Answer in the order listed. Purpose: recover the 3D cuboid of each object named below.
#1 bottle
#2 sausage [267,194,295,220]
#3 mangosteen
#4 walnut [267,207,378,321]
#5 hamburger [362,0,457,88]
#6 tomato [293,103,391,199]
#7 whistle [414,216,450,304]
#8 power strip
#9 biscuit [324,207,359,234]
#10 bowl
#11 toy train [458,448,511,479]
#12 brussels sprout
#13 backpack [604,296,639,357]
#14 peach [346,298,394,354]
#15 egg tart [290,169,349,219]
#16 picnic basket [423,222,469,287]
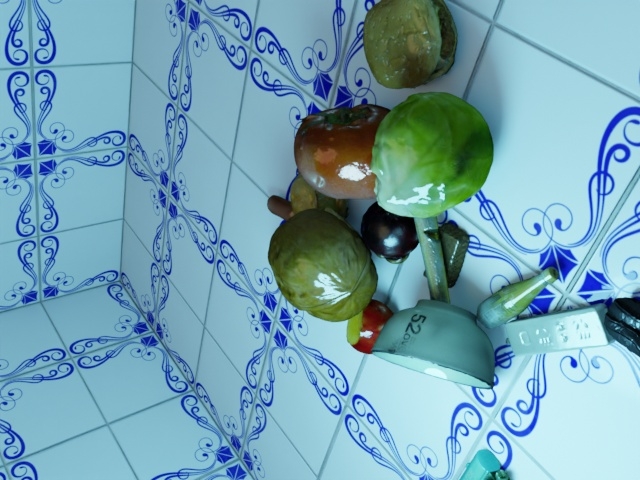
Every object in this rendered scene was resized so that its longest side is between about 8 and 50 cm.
[{"bbox_3d":[0.520,0.147,1.689,0.270,0.083,0.083,-47,65,45],"label":"bottle"},{"bbox_3d":[-0.139,-0.120,2.457,0.194,0.077,0.077,28,123,45],"label":"sausage"},{"bbox_3d":[0.220,-0.019,1.952,0.194,0.194,0.231,35,153,40],"label":"mangosteen"},{"bbox_3d":[0.004,0.082,2.032,0.308,0.354,0.398,-51,28,-1],"label":"walnut"},{"bbox_3d":[0.238,-0.549,1.755,0.283,0.144,0.260,-13,89,48],"label":"hamburger"},{"bbox_3d":[0.093,-0.251,1.905,0.341,0.341,0.273,22,134,47],"label":"tomato"},{"bbox_3d":[0.318,0.031,1.837,0.068,0.057,0.327,-3,100,52],"label":"whistle"},{"bbox_3d":[0.598,0.233,1.635,0.338,0.058,0.098,-24,83,54],"label":"power strip"},{"bbox_3d":[0.000,0.000,2.228,0.160,0.030,0.249,42,123,-19],"label":"biscuit"},{"bbox_3d":[0.336,0.281,1.820,0.353,0.353,0.185,1,68,52],"label":"bowl"},{"bbox_3d":[0.486,0.747,1.950,0.159,0.101,0.248,-119,36,-43],"label":"toy train"},{"bbox_3d":[0.286,-0.219,1.682,0.343,0.268,0.345,3,108,9],"label":"brussels sprout"},{"bbox_3d":[0.720,0.194,1.427,0.165,0.105,0.120,57,135,53],"label":"backpack"},{"bbox_3d":[0.159,0.285,2.112,0.190,0.192,0.190,-11,72,36],"label":"peach"},{"bbox_3d":[-0.018,-0.154,2.258,0.288,0.118,0.289,20,115,51],"label":"egg tart"},{"bbox_3d":[0.364,0.048,1.878,0.110,0.054,0.194,37,128,39],"label":"picnic basket"}]
